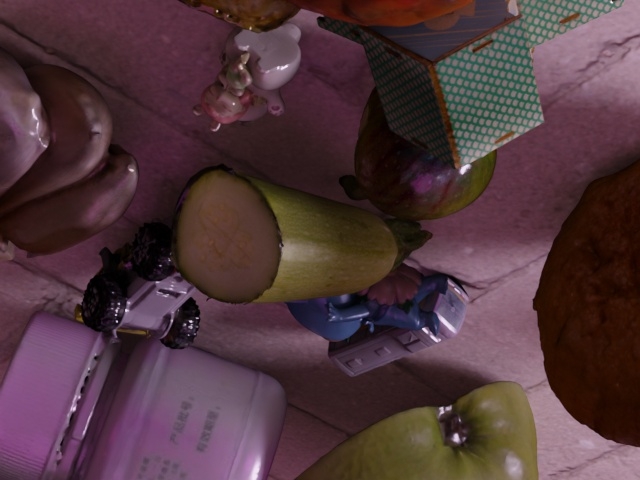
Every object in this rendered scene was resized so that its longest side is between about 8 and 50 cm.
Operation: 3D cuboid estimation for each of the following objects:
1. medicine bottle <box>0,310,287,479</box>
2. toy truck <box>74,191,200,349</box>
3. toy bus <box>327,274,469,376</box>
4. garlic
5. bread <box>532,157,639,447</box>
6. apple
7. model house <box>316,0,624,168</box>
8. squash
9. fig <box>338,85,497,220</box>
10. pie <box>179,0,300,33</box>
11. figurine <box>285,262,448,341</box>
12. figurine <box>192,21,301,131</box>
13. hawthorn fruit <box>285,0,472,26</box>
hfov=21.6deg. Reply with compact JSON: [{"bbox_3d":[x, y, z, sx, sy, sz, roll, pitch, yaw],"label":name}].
[{"bbox_3d":[-0.225,0.235,1.994,0.324,0.256,0.256,19,142,-4],"label":"medicine bottle"},{"bbox_3d":[-0.161,0.024,1.823,0.136,0.111,0.286,15,142,-35],"label":"toy truck"},{"bbox_3d":[0.086,0.097,1.894,0.172,0.072,0.057,-24,127,36],"label":"toy bus"},{"bbox_3d":[-0.327,-0.099,1.687,0.279,0.132,0.325,27,142,-21],"label":"garlic"},{"bbox_3d":[0.359,0.060,1.621,0.312,0.312,0.172,-24,148,36],"label":"bread"},{"bbox_3d":[0.092,0.316,2.003,0.311,0.320,0.360,28,134,-7],"label":"apple"},{"bbox_3d":[0.120,-0.172,1.425,0.271,0.206,0.178,0,141,13],"label":"model house"},{"bbox_3d":[-0.001,0.016,1.695,0.287,0.137,0.137,12,148,-36],"label":"squash"},{"bbox_3d":[0.069,-0.075,1.638,0.149,0.149,0.245,25,152,-19],"label":"fig"},{"bbox_3d":[-0.136,-0.277,1.468,0.282,0.068,0.128,29,138,-17],"label":"pie"},{"bbox_3d":[0.047,0.068,1.824,0.178,0.114,0.144,9,153,14],"label":"figurine"},{"bbox_3d":[-0.083,-0.150,1.605,0.098,0.081,0.146,-13,157,-34],"label":"figurine"},{"bbox_3d":[0.046,-0.275,1.229,0.276,0.298,0.277,7,133,7],"label":"hawthorn fruit"}]
